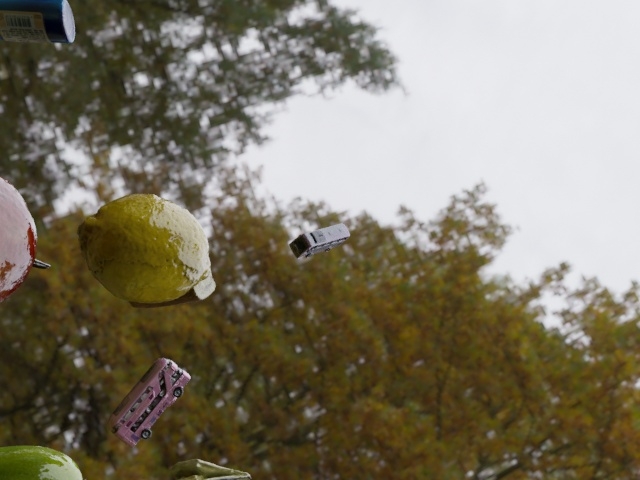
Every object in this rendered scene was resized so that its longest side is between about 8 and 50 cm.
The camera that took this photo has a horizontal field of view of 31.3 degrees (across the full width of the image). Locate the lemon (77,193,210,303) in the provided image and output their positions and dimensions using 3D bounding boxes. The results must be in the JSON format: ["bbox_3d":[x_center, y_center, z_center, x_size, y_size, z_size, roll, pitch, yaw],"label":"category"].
[{"bbox_3d":[-0.326,0.015,2.131,0.204,0.260,0.204,-164,-90,-74],"label":"lemon"}]

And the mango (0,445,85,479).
[{"bbox_3d":[-0.555,0.428,1.977,0.175,0.293,0.143,-132,-135,-83],"label":"mango"}]

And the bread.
[{"bbox_3d":[-0.338,0.095,2.564,0.172,0.132,0.103,-6,-80,16],"label":"bread"}]

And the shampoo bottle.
[{"bbox_3d":[-0.528,-0.389,2.008,0.183,0.050,0.087,4,-44,9],"label":"shampoo bottle"}]

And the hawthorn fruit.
[{"bbox_3d":[-0.611,0.004,1.919,0.284,0.369,0.285,-12,-109,40],"label":"hawthorn fruit"}]

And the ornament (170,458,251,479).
[{"bbox_3d":[-0.249,0.569,2.682,0.201,0.180,0.059,66,15,-59],"label":"ornament"}]

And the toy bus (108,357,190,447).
[{"bbox_3d":[-0.376,0.353,2.496,0.090,0.203,0.063,44,-11,-24],"label":"toy bus"}]

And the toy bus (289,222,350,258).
[{"bbox_3d":[0.000,0.000,2.153,0.052,0.130,0.037,-40,-105,38],"label":"toy bus"}]
